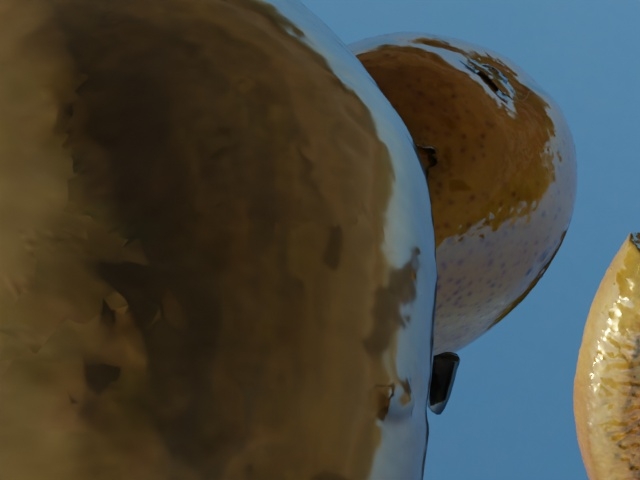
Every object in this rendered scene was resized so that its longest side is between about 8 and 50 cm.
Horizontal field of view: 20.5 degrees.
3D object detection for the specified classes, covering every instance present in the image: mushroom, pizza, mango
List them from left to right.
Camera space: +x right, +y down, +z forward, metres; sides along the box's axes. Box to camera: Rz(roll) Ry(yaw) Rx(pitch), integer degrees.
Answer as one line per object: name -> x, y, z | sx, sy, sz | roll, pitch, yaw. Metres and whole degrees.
mushroom -> -0.080, 0.071, 0.678 | 0.295, 0.362, 0.362 | 17, -140, -36
mango -> 0.000, 0.000, 0.915 | 0.290, 0.191, 0.160 | -30, -104, -2
pizza -> 0.300, 0.146, 1.446 | 0.182, 0.365, 0.074 | -24, -150, -4
